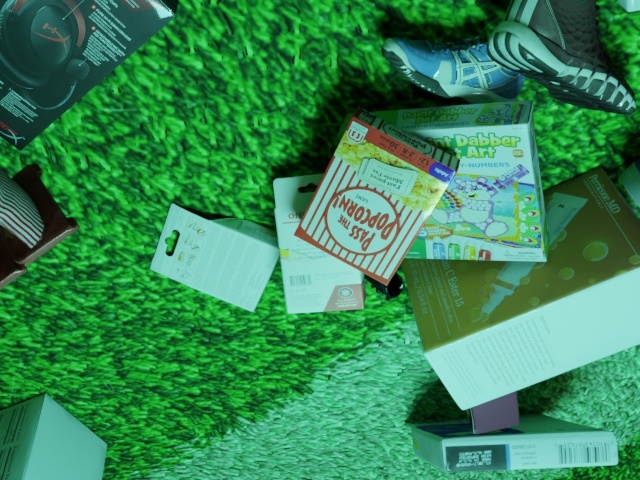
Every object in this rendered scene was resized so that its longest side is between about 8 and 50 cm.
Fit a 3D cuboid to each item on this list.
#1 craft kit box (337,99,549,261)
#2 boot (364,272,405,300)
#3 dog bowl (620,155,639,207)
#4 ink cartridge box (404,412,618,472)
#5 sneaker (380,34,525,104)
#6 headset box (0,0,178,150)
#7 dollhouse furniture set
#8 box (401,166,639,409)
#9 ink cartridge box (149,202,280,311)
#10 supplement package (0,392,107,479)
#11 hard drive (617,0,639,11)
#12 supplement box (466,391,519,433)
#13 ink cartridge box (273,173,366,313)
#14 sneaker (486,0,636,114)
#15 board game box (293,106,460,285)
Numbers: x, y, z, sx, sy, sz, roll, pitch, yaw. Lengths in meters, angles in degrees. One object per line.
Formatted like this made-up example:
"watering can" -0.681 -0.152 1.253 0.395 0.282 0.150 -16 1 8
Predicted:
"craft kit box" 0.177 -0.072 0.969 0.250 0.061 0.246 0 134 26
"boot" 0.075 0.035 1.080 0.045 0.099 0.121 -41 133 -10
"dog bowl" 0.554 -0.037 0.974 0.265 0.265 0.104 25 121 -26
"ink cartridge box" 0.337 0.377 1.319 0.303 0.072 0.307 -2 169 -5
"sneaker" 0.172 -0.227 0.892 0.211 0.080 0.081 10 123 -28
"headset box" -0.311 -0.271 0.760 0.293 0.110 0.218 -33 127 21
"dollhouse furniture set" -0.455 -0.125 0.761 0.152 0.374 0.201 -41 155 -4
"box" 0.322 0.075 1.074 0.345 0.215 0.168 -25 129 13
"ink cartridge box" -0.160 0.021 1.094 0.179 0.045 0.145 25 126 -4
"supplement package" -0.571 0.450 1.294 0.263 0.198 0.199 -22 129 12
"hard drive" 0.431 -0.448 0.747 0.233 0.047 0.353 -17 131 8
"supplement box" 0.274 0.221 1.212 0.081 0.188 0.104 -14 131 4
"ink cartridge box" 0.000 0.000 1.022 0.115 0.067 0.198 -4 100 9
"sneaker" 0.330 -0.260 0.865 0.281 0.106 0.162 12 99 -43
"board game box" 0.070 -0.054 0.916 0.147 0.045 0.193 28 122 1
